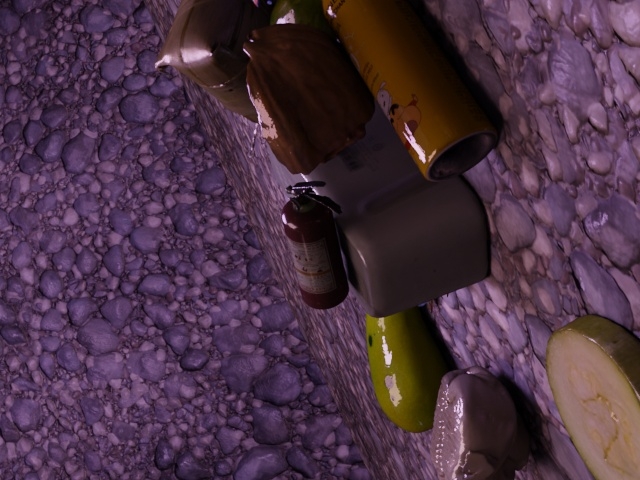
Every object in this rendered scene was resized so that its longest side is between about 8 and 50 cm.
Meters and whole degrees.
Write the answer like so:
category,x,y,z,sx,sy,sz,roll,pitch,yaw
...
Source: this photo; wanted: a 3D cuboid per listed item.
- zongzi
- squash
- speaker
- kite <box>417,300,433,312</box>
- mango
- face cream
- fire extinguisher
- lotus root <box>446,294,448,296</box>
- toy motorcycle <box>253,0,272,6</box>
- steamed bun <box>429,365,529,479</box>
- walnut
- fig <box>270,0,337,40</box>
category,x,y,z,sx,sy,sz,roll,pitch,yaw
zongzi,-0.121,-0.414,1.805,0.447,0.181,0.418,36,-122,-63
squash,0.344,0.205,1.080,0.252,0.049,0.252,157,90,-79
speaker,0.071,-0.075,1.409,0.406,0.184,0.183,55,165,42
kite,0.171,0.043,1.636,0.182,0.010,0.160,69,165,0
mango,0.157,0.217,1.748,0.175,0.143,0.293,149,106,-77
face cream,0.093,-0.241,1.178,0.348,0.105,0.105,62,168,22
fire extinguisher,0.000,0.000,1.272,0.099,0.071,0.231,24,144,31
lotus root,0.169,0.030,1.470,0.072,0.063,0.152,33,-156,-54
toy motorcycle,-0.107,-0.483,1.568,0.205,0.114,0.076,62,167,24
steamed bun,0.259,0.311,1.463,0.211,0.144,0.218,-108,22,-81
walnut,-0.008,-0.204,1.245,0.238,0.141,0.204,-46,-64,-74
fig,-0.019,-0.366,1.467,0.117,0.117,0.177,62,158,17
